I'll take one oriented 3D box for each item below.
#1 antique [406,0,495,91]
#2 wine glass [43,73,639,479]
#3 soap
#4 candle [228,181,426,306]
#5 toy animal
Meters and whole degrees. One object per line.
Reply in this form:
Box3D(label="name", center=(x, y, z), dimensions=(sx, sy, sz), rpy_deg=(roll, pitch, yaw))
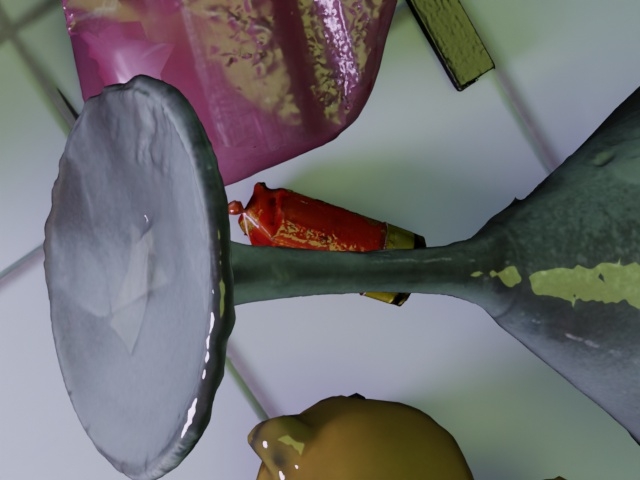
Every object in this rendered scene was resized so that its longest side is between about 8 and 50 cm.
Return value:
Box3D(label="antique", center=(0.055, -0.186, 1.148), dimensions=(0.031, 0.015, 0.192), rpy_deg=(-31, 101, -5))
Box3D(label="wine glass", center=(0.074, 0.016, 0.980), dimensions=(0.406, 0.267, 0.267), rpy_deg=(1, 96, -32))
Box3D(label="soap", center=(-0.057, -0.198, 1.062), dimensions=(0.220, 0.127, 0.325), rpy_deg=(-12, 99, -3))
Box3D(label="candle", center=(0.000, 0.000, 1.138), dimensions=(0.131, 0.052, 0.052), rpy_deg=(19, 92, -11))
Box3D(label="toy animal", center=(0.062, 0.199, 1.110), dimensions=(0.281, 0.169, 0.195), rpy_deg=(42, 97, -13))
